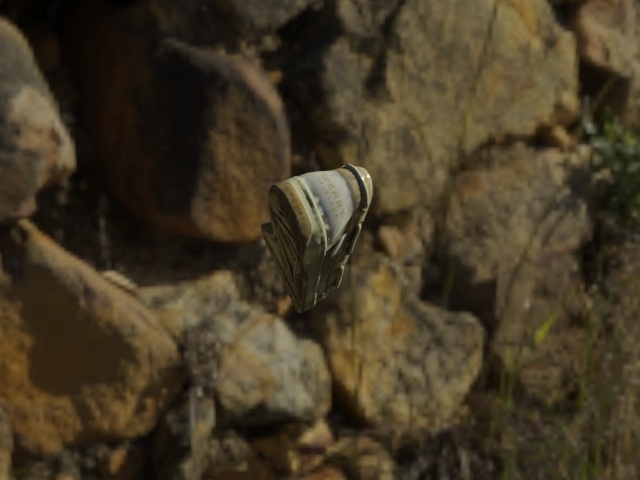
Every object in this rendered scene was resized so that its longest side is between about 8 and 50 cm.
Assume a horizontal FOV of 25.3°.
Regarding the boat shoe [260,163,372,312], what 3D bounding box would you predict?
[{"bbox_3d":[-0.001,-0.002,0.774,0.048,0.056,0.153,-24,-17,-10],"label":"boat shoe"}]
